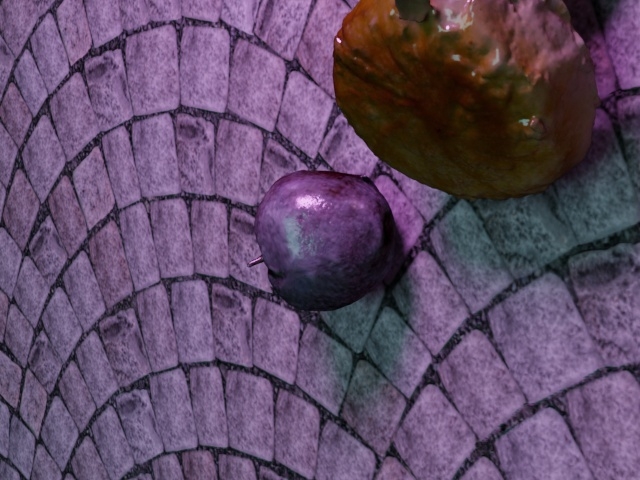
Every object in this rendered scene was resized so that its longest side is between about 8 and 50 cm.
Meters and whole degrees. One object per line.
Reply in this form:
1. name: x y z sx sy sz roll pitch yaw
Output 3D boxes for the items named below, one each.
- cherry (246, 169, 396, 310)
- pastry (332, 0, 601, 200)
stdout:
1. cherry: 0.009 -0.001 1.618 0.195 0.195 0.195 9 102 48
2. pastry: 0.158 -0.167 1.360 0.329 0.136 0.330 25 146 18
